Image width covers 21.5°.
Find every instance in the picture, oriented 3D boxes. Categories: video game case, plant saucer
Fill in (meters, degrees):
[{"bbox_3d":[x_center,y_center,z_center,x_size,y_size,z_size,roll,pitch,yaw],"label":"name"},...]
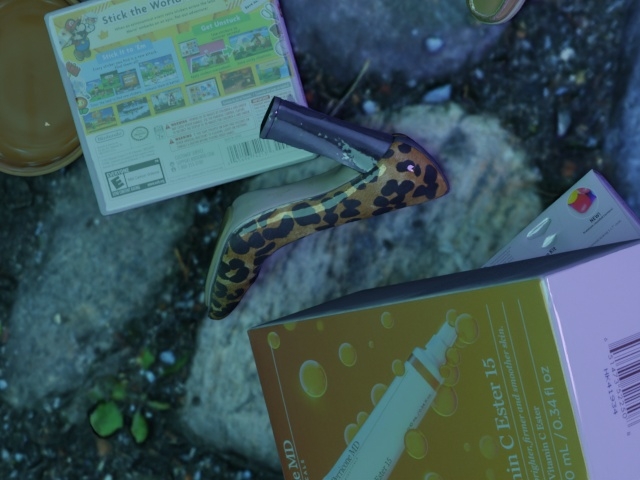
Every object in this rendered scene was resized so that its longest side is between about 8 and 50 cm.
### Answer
[{"bbox_3d":[-0.134,-0.151,1.629,0.227,0.026,0.206,-15,95,12],"label":"video game case"},{"bbox_3d":[-0.294,-0.166,1.704,0.200,0.037,0.200,3,100,20],"label":"plant saucer"}]

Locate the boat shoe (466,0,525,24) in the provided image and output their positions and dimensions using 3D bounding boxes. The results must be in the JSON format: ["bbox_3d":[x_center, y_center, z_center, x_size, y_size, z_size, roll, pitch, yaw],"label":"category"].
[{"bbox_3d":[0.164,-0.285,1.493,0.068,0.072,0.190,16,103,18],"label":"boat shoe"}]

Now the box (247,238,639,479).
[{"bbox_3d":[0.130,0.139,1.451,0.345,0.168,0.215,-13,92,45],"label":"box"}]

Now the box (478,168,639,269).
[{"bbox_3d":[0.249,0.054,1.500,0.145,0.038,0.186,-43,70,14],"label":"box"}]

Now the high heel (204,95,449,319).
[{"bbox_3d":[0.000,0.000,1.604,0.186,0.093,0.261,19,123,-8],"label":"high heel"}]
